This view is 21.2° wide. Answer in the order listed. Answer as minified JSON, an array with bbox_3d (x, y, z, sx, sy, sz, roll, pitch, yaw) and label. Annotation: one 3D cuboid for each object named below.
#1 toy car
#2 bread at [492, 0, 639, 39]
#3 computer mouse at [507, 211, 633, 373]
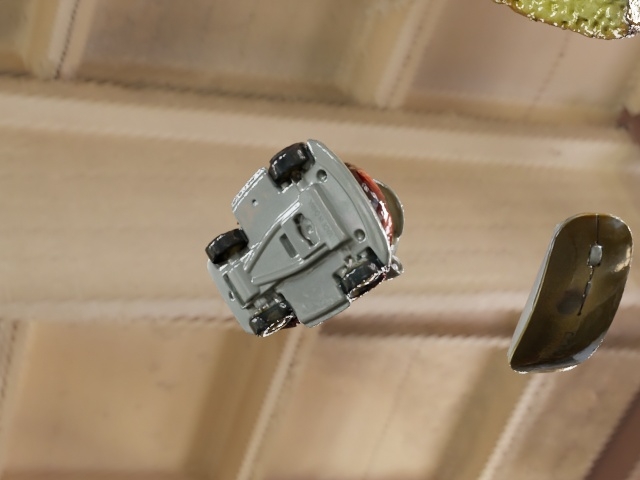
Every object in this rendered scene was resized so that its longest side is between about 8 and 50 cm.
[{"bbox_3d":[0.000,0.000,1.171,0.139,0.112,0.112,-38,-13,29],"label":"toy car"},{"bbox_3d":[0.154,-0.206,1.177,0.065,0.187,0.103,-18,-56,-43],"label":"bread"},{"bbox_3d":[0.256,0.061,1.746,0.102,0.045,0.199,2,-56,-25],"label":"computer mouse"}]
